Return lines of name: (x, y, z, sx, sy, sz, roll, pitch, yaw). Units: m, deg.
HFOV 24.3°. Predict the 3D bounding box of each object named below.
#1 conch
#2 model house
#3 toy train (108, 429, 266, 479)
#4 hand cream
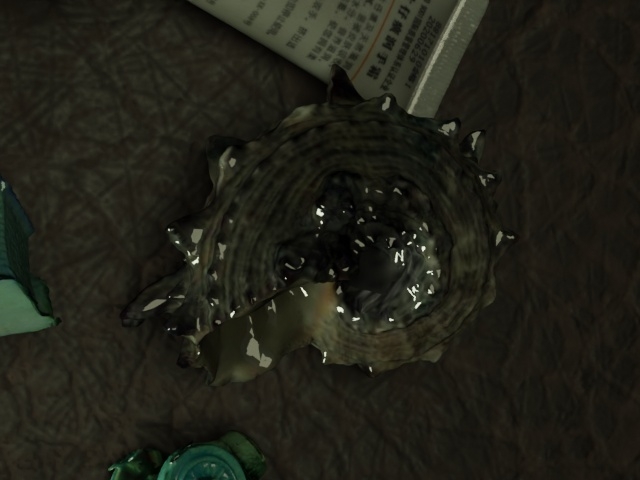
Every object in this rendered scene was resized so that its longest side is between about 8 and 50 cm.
conch: (0.006, 0.012, 1.124, 0.313, 0.186, 0.241, -23, 121, -27)
model house: (-0.274, -0.010, 1.076, 0.148, 0.119, 0.149, -8, 66, 6)
toy train: (-0.126, 0.278, 1.076, 0.298, 0.120, 0.194, -40, 101, -29)
hand cream: (-0.018, -0.204, 1.151, 0.314, 0.089, 0.140, 27, 93, -17)
